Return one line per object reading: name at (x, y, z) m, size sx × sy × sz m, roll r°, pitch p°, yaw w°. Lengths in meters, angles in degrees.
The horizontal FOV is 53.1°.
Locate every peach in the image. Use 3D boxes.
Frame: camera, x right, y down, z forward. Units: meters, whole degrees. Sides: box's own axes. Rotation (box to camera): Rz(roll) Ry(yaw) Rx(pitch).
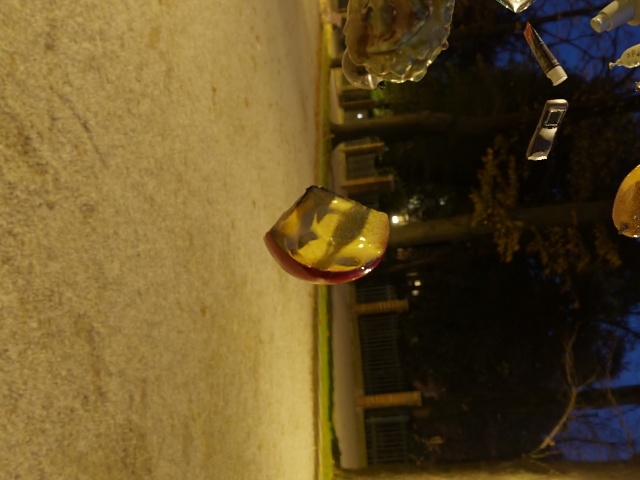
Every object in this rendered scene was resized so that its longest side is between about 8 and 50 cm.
peach at (0.000, 0.000, 2.028) m, size 0.242 × 0.380 × 0.306 m, roll 138°, pitch -33°, yaw -59°

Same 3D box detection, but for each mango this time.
mango at (0.964, -0.129, 1.906) m, size 0.176 × 0.317 × 0.119 m, roll 47°, pitch -21°, yaw -27°

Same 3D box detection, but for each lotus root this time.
lotus root at (0.155, -0.574, 2.040) m, size 0.309 × 0.173 × 0.173 m, roll -10°, pitch 93°, yaw -83°

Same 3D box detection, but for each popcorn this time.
popcorn at (0.206, -0.589, 1.683) m, size 0.279 × 0.274 × 0.335 m, roll -136°, pitch -129°, yaw -64°

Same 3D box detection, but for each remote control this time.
remote control at (0.570, -0.275, 1.615) m, size 0.212 × 0.059 × 0.028 m, roll 85°, pitch 2°, yaw -58°

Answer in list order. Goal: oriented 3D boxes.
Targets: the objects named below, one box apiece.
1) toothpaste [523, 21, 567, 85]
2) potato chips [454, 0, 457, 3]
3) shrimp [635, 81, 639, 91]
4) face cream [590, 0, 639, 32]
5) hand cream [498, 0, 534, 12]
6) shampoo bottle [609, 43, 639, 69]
toothpaste at (0.639, -0.537, 1.844) m, size 0.193 × 0.045 × 0.071 m, roll 62°, pitch 3°, yaw 11°
potato chips at (0.341, -0.722, 1.935) m, size 0.029 × 0.202 × 0.220 m, roll 47°, pitch -10°, yaw 31°
shrimp at (1.004, -0.429, 1.789) m, size 0.126 × 0.223 × 0.047 m, roll 11°, pitch 84°, yaw -77°
face cream at (0.713, -0.536, 1.423) m, size 0.101 × 0.252 × 0.101 m, roll 59°, pitch -1°, yaw 2°
hand cream at (0.420, -0.613, 1.488) m, size 0.120 × 0.271 × 0.061 m, roll -30°, pitch -122°, yaw 48°
shampoo bottle at (1.091, -0.641, 2.246) m, size 0.045 × 0.152 × 0.077 m, roll 17°, pitch 70°, yaw -39°
